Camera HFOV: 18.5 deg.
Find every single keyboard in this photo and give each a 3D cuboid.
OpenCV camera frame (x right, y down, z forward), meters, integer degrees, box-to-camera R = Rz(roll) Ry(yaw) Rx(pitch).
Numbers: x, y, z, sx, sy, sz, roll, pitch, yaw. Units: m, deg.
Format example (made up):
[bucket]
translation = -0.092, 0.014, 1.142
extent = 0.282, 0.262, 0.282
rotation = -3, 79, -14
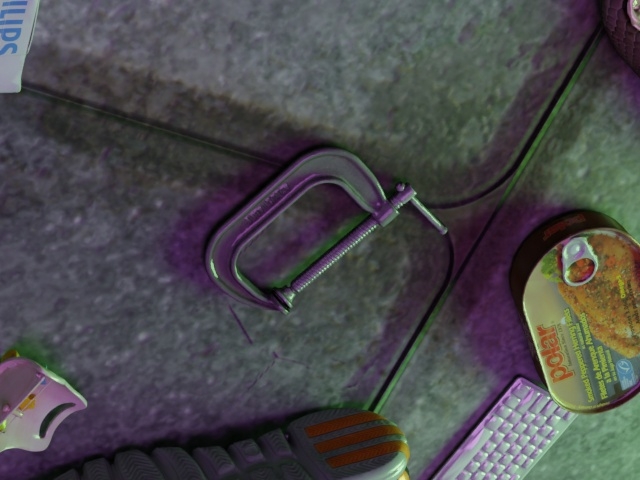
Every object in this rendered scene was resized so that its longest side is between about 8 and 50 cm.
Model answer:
[keyboard]
translation = 0.111, 0.220, 1.636
extent = 0.072, 0.014, 0.256
rotation = 27, 109, -35

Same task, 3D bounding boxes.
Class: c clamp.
[c clamp]
translation = 0.000, 0.000, 1.433
extent = 0.160, 0.022, 0.137
rotation = -36, 129, 3

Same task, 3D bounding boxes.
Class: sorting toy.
[sorting toy]
translation = -0.209, 0.122, 1.419
extent = 0.083, 0.045, 0.075
rotation = -46, 135, 11

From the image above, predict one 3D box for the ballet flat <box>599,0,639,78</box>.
[ballet flat]
translation = 0.277, -0.116, 1.446
extent = 0.084, 0.058, 0.250
rotation = -33, 129, 1

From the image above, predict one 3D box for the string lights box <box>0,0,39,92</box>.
[string lights box]
translation = -0.298, -0.146, 1.144
extent = 0.259, 0.077, 0.133
rotation = -4, 149, -21

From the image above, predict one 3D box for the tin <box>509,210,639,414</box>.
[tin]
translation = 0.210, 0.058, 1.553
extent = 0.106, 0.040, 0.190
rotation = -27, 129, -9

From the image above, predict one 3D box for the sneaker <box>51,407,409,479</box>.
[sneaker]
translation = -0.079, 0.251, 1.507
extent = 0.321, 0.124, 0.180
rotation = -9, 125, -17
